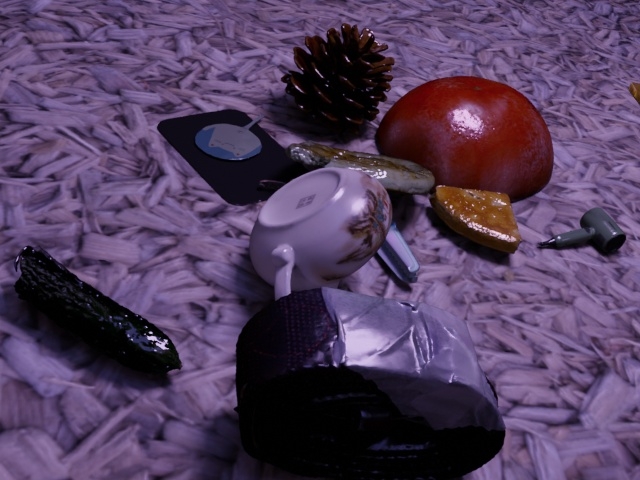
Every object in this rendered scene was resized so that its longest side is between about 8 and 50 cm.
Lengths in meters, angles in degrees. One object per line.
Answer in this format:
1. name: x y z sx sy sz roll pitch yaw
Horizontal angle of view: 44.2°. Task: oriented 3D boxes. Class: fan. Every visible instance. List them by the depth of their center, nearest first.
1. fan: -0.143 -0.183 1.358 0.113 0.005 0.175 24 39 14

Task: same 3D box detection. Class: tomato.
1. tomato: 0.272 -0.211 1.427 0.338 0.144 0.338 10 34 -7

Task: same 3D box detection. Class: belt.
1. belt: 0.052 0.151 0.848 0.289 0.184 0.164 11 31 -13

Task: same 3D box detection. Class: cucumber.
1. cucumber: -0.267 0.089 0.922 0.245 0.067 0.067 30 39 19

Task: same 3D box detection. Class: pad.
1. pad: -0.141 -0.147 1.321 0.181 0.004 0.267 -16 46 -34

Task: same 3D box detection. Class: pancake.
1. pancake: 0.068 -0.119 1.255 0.253 0.037 0.253 11 13 -3

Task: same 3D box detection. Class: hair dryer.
1. hair dryer: 0.422 -0.009 1.293 0.150 0.047 0.071 -11 44 -20

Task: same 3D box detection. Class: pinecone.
1. pinecone: 0.041 -0.299 1.426 0.208 0.208 0.208 9 37 -7

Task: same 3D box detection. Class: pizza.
1. pizza: 0.261 -0.034 1.267 0.134 0.046 0.175 -17 47 -34

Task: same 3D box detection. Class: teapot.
1. teapot: 0.000 0.000 1.057 0.204 0.139 0.298 -8 35 34

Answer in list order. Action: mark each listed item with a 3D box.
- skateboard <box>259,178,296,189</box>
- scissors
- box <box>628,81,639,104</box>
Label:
1. skateboard: -0.070 -0.066 1.215 0.064 0.032 0.083 7 37 4
2. scissors: 0.086 -0.021 1.206 0.125 0.030 0.256 -6 39 -23
3. box: 0.817 -0.336 1.862 0.156 0.022 0.089 9 36 -7
